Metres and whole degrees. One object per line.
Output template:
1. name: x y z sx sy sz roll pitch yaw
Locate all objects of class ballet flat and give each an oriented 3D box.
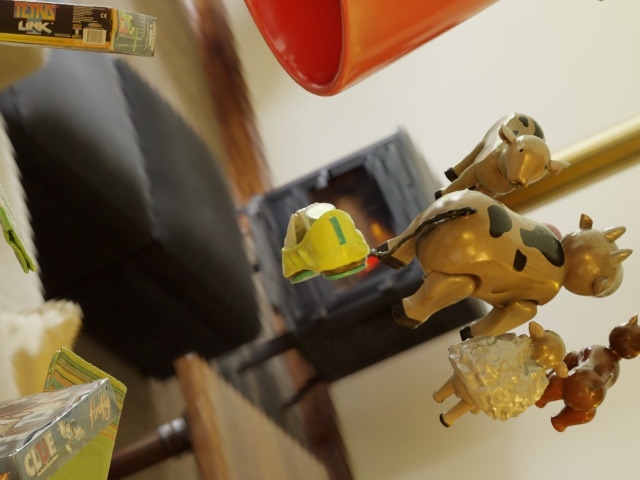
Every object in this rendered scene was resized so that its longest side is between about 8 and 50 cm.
1. ballet flat: 0.000 0.000 1.641 0.231 0.077 0.077 169 -101 -79

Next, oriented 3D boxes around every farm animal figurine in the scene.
1. farm animal figurine: 0.197 0.007 1.512 0.327 0.172 0.330 2 56 -50

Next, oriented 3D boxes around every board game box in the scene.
1. board game box: -0.278 -0.229 1.682 0.141 0.170 0.048 -21 116 -77
2. board game box: -0.305 0.194 1.459 0.243 0.165 0.042 -43 119 -74

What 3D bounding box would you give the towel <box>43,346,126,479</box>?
1. towel: -0.282 0.231 1.810 0.102 0.021 0.237 31 35 -22

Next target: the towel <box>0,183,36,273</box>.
1. towel: -0.371 -0.044 1.789 0.152 0.023 0.113 62 -7 28

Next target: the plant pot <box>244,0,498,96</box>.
1. plant pot: 0.064 -0.279 1.240 0.275 0.243 0.275 58 -17 30
